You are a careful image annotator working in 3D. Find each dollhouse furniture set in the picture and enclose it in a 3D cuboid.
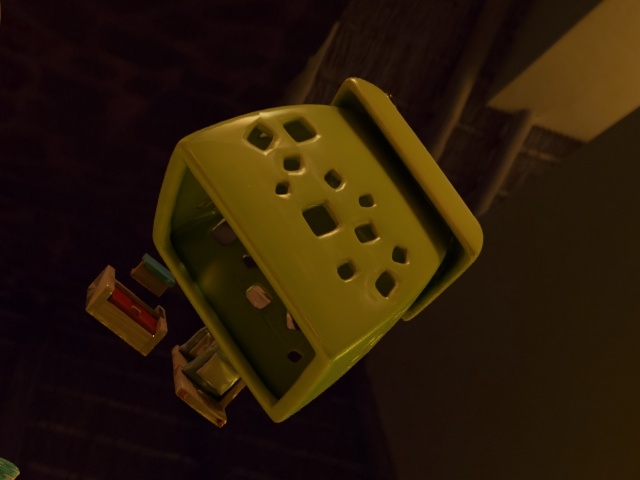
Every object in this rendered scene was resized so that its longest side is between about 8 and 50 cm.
[{"bbox_3d":[-0.138,0.080,1.162,0.183,0.129,0.129,40,-85,-18],"label":"dollhouse furniture set"}]

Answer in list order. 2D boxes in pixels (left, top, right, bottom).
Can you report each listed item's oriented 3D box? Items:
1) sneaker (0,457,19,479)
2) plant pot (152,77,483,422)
[{"bbox_3d":[-0.321,0.249,0.934,0.065,0.166,0.076,18,-75,18],"label":"sneaker"},{"bbox_3d":[0.000,0.000,0.981,0.207,0.228,0.227,-30,-101,-23],"label":"plant pot"}]
